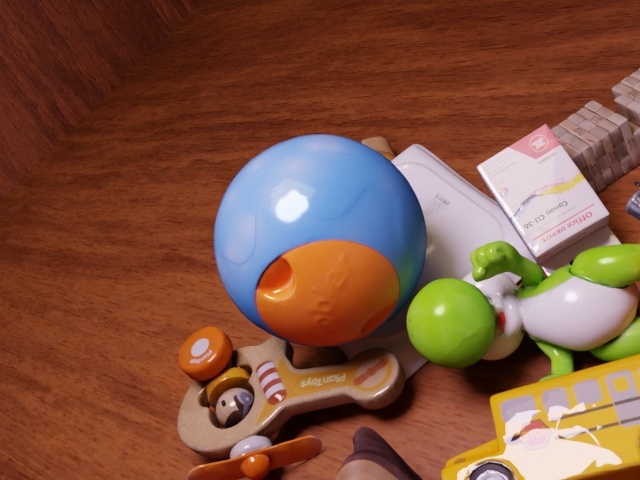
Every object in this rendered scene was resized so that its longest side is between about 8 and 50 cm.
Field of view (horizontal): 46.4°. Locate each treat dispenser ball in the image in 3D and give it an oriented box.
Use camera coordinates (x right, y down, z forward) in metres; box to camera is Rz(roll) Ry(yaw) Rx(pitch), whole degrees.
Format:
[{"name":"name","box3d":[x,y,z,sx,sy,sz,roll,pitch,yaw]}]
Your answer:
[{"name":"treat dispenser ball","box3d":[0.000,0.000,1.021,0.288,0.288,0.288,-22,36,17]}]

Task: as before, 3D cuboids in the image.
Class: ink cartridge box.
[{"name":"ink cartridge box","box3d":[0.322,-0.047,1.047,0.115,0.067,0.198,-33,69,10]}]

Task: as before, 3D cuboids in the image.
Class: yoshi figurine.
[{"name":"yoshi figurine","box3d":[0.257,0.093,0.902,0.362,0.203,0.203,-10,52,31]}]

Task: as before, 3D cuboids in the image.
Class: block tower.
[{"name":"block tower","box3d":[0.471,-0.178,1.148,0.335,0.091,0.097,-34,33,2]}]

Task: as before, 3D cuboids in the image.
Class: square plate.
[{"name":"square plate","box3d":[0.122,0.016,1.175,0.344,0.049,0.347,-40,48,-5]}]

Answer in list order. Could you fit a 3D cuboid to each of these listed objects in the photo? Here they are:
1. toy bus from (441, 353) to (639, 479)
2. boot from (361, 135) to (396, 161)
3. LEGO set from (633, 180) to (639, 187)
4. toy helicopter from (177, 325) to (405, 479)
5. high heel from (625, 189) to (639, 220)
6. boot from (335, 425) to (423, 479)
[{"name":"toy bus","box3d":[0.295,0.209,0.787,0.333,0.108,0.130,-21,48,19]},{"name":"boot","box3d":[0.017,-0.086,1.404,0.295,0.104,0.211,-20,36,13]},{"name":"LEGO set","box3d":[0.501,-0.099,1.092,0.083,0.023,0.054,-33,30,26]},{"name":"toy helicopter","box3d":[-0.052,0.230,1.052,0.355,0.140,0.235,-15,41,23]},{"name":"high heel","box3d":[0.554,-0.052,0.957,0.261,0.093,0.186,-33,51,-12]},{"name":"boot","box3d":[0.124,0.314,0.813,0.090,0.248,0.207,-49,-3,9]}]
